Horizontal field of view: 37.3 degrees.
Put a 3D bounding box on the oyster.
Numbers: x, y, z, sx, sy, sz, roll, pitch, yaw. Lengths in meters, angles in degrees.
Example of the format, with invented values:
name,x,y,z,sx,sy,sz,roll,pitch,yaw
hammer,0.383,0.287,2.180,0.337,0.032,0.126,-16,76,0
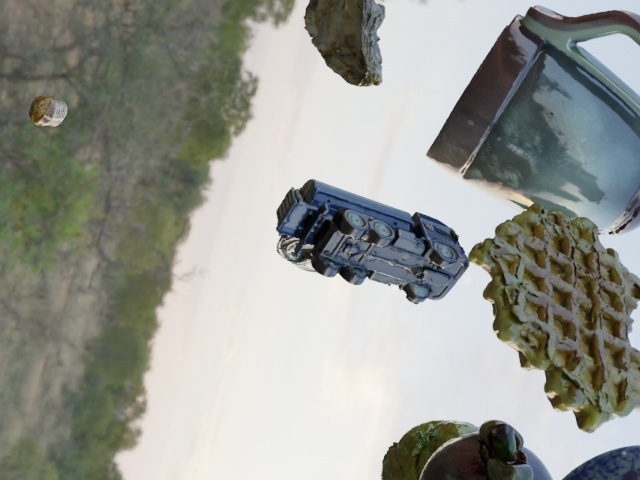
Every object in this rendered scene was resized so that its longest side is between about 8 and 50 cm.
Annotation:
name,x,y,z,sx,sy,sz,roll,pitch,yaw
oyster,0.041,-0.278,1.266,0.105,0.056,0.177,-44,-120,24

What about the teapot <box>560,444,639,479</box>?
name,x,y,z,sx,sy,sz,roll,pitch,yaw
teapot,0.253,0.256,0.724,0.232,0.159,0.159,-61,-165,16

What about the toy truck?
name,x,y,z,sx,sy,sz,roll,pitch,yaw
toy truck,0.050,-0.002,0.982,0.074,0.202,0.088,-58,-153,31

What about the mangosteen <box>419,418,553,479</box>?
name,x,y,z,sx,sy,sz,roll,pitch,yaw
mangosteen,0.249,0.370,1.407,0.216,0.216,0.216,-165,-90,-79

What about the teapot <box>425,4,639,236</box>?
name,x,y,z,sx,sy,sz,roll,pitch,yaw
teapot,0.351,-0.163,1.285,0.315,0.312,0.233,-59,178,34

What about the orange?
name,x,y,z,sx,sy,sz,roll,pitch,yaw
orange,0.264,0.496,1.847,0.300,0.223,0.301,-52,-126,36

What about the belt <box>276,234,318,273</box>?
name,x,y,z,sx,sy,sz,roll,pitch,yaw
belt,0.000,0.000,1.267,0.140,0.105,0.058,-23,-138,60

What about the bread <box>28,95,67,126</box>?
name,x,y,z,sx,sy,sz,roll,pitch,yaw
bread,-0.459,-0.218,1.600,0.157,0.044,0.052,-138,-109,-80

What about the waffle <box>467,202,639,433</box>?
name,x,y,z,sx,sy,sz,roll,pitch,yaw
waffle,0.287,0.080,1.064,0.051,0.291,0.291,-38,-146,42
